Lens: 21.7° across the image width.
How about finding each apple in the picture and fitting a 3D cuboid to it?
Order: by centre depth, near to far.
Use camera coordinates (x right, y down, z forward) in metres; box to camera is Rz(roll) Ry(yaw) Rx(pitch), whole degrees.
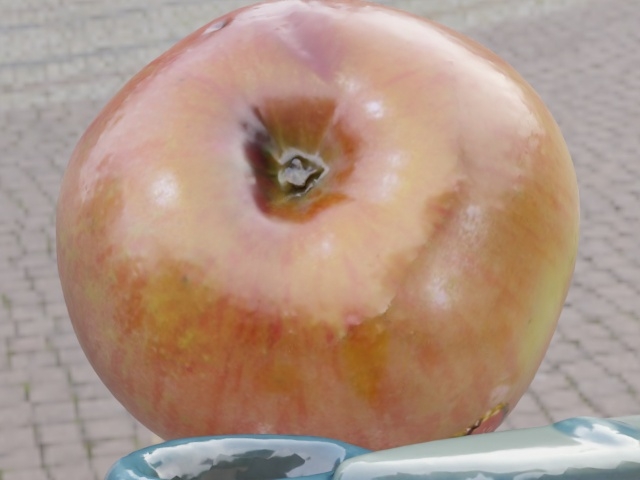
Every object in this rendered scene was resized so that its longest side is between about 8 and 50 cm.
[{"bbox_3d":[0.000,0.000,0.668,0.209,0.164,0.209,-1,62,1],"label":"apple"}]

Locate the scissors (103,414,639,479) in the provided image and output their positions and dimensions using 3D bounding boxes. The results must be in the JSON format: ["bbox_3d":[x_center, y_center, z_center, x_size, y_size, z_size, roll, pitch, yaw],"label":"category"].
[{"bbox_3d":[0.078,0.077,0.532,0.289,0.041,0.138,-1,5,-27],"label":"scissors"}]
